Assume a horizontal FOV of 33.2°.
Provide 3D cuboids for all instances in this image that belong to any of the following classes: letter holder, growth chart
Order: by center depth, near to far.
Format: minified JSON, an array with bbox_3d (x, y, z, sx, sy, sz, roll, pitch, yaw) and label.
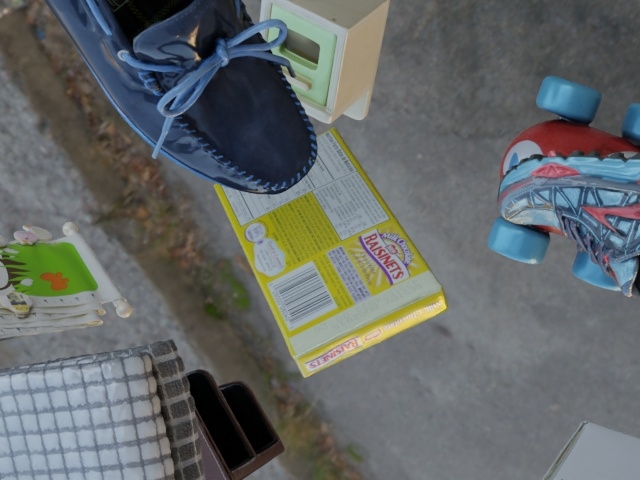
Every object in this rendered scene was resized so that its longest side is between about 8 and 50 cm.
[{"bbox_3d":[-0.299,0.039,1.024,0.172,0.237,0.021,43,123,29],"label":"growth chart"},{"bbox_3d":[-0.244,0.286,1.512,0.302,0.152,0.214,-33,83,26],"label":"letter holder"}]

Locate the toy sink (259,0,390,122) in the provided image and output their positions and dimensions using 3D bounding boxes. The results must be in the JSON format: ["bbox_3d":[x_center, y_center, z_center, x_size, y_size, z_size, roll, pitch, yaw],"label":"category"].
[{"bbox_3d":[-0.007,-0.278,1.642,0.153,0.131,0.234,30,138,18],"label":"toy sink"}]

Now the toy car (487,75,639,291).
[{"bbox_3d":[0.313,-0.053,1.198,0.210,0.238,0.219,18,100,0],"label":"toy car"}]

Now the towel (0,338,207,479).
[{"bbox_3d":[-0.231,0.217,0.933,0.284,0.121,0.235,-11,92,23],"label":"towel"}]

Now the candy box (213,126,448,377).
[{"bbox_3d":[0.000,0.000,0.749,0.206,0.105,0.027,-119,7,-49],"label":"candy box"}]

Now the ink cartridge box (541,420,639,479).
[{"bbox_3d":[0.258,0.292,0.793,0.197,0.114,0.273,16,128,29],"label":"ink cartridge box"}]

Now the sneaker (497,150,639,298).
[{"bbox_3d":[0.265,-0.013,0.968,0.262,0.125,0.104,2,167,45],"label":"sneaker"}]

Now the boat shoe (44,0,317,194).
[{"bbox_3d":[-0.092,-0.119,0.603,0.258,0.109,0.089,42,160,-24],"label":"boat shoe"}]
